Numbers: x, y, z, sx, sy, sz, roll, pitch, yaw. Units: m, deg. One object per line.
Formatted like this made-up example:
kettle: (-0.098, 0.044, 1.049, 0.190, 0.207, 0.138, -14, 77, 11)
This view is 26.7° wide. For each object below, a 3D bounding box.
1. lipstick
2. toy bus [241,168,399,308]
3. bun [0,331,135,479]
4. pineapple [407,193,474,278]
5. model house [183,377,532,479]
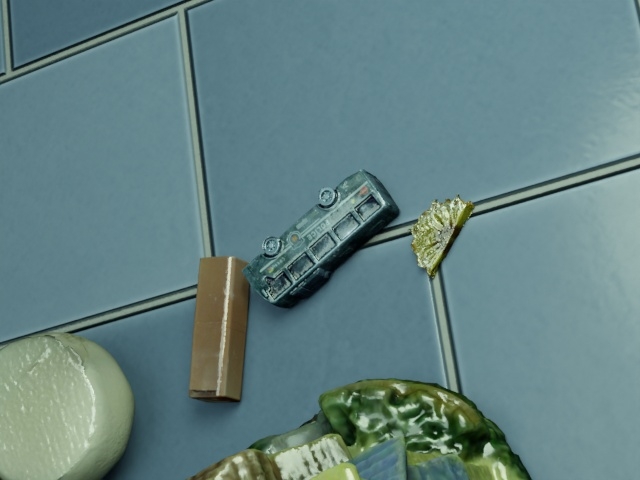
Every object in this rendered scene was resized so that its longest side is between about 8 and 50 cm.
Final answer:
lipstick: (-0.103, 0.091, 1.383, 0.045, 0.045, 0.145, -4, 74, 29)
toy bus: (0.000, 0.000, 1.350, 0.166, 0.047, 0.065, -41, 65, 13)
bun: (-0.269, 0.182, 1.406, 0.172, 0.120, 0.173, -3, 81, 23)
pineapple: (0.112, -0.010, 1.307, 0.045, 0.019, 0.083, 34, 97, 28)
model house: (-0.004, 0.246, 1.164, 0.321, 0.266, 0.261, -30, 69, 19)
